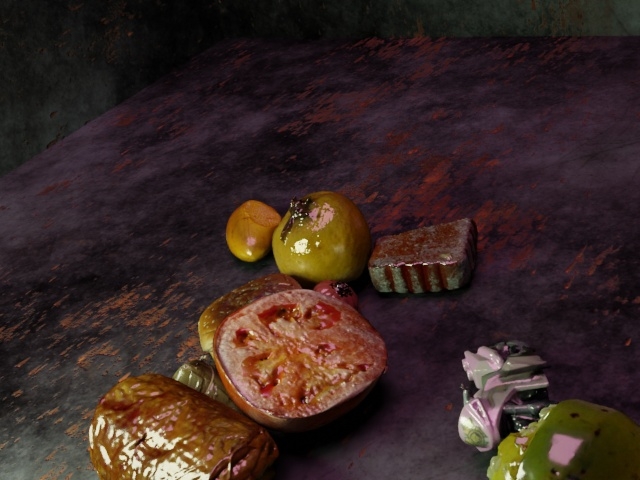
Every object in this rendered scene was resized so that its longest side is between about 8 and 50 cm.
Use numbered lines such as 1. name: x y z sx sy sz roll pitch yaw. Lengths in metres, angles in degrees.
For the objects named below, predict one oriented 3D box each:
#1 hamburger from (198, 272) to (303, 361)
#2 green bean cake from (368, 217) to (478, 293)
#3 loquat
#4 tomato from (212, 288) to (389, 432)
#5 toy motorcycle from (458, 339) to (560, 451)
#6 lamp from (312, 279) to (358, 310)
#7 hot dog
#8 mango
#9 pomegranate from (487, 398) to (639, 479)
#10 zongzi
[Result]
1. hamburger: -0.146 0.181 2.121 0.243 0.146 0.286 -3 32 35
2. green bean cake: 0.232 0.038 2.237 0.232 0.097 0.198 -6 31 16
3. loquat: 0.000 0.000 2.265 0.244 0.244 0.244 -11 29 6
4. tomato: -0.046 0.248 1.914 0.338 0.144 0.338 5 40 -4
5. toy motorcycle: 0.314 0.268 1.747 0.188 0.143 0.327 -15 21 0
6. lamp: 0.031 0.132 2.166 0.107 0.092 0.107 20 27 -11
7. hot dog: -0.242 0.379 1.781 0.387 0.174 0.267 21 47 41
8. mango: -0.168 -0.014 2.519 0.141 0.102 0.217 8 31 -8
9. pomegranate: 0.396 0.358 1.457 0.340 0.260 0.260 -7 17 -43
10. zongzi: -0.208 0.309 2.025 0.178 0.081 0.189 32 1 3
